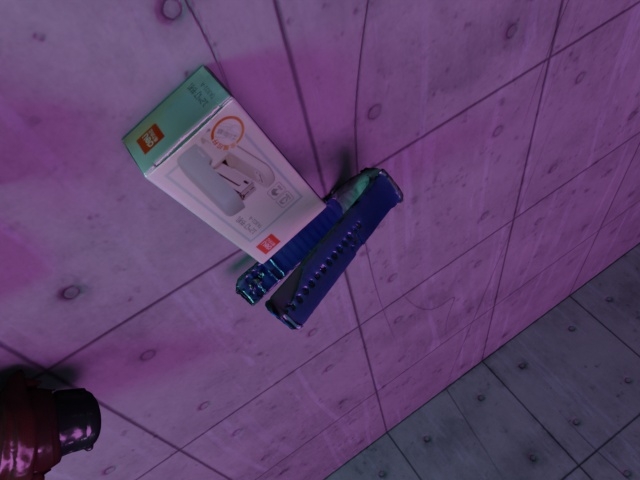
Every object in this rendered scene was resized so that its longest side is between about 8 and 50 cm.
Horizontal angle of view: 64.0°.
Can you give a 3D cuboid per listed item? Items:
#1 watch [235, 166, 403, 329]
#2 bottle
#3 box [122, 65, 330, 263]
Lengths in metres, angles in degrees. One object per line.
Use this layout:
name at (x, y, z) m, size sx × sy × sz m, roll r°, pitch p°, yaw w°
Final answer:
watch at (0.008, -0.004, 0.717) m, size 0.274 × 0.068 × 0.276 m, roll -40°, pitch -168°, yaw -14°
bottle at (-0.438, 0.258, 0.678) m, size 0.271 × 0.143 × 0.156 m, roll -2°, pitch 92°, yaw -39°
box at (-0.104, -0.081, 0.658) m, size 0.135 × 0.079 × 0.269 m, roll -41°, pitch 146°, yaw 2°
